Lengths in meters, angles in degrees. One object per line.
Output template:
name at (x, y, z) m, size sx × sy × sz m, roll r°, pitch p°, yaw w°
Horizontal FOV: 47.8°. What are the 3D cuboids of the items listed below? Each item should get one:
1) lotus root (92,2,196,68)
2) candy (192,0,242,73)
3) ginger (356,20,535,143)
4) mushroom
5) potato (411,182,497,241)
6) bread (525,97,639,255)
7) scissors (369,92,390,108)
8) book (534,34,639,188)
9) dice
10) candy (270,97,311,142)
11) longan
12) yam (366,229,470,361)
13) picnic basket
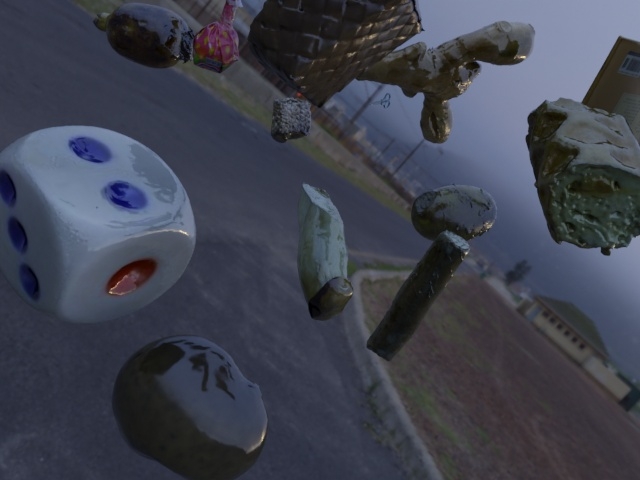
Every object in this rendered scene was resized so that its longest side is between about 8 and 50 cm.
lotus root at (-0.487, -0.574, 2.016) m, size 0.314 × 0.169 × 0.141 m, roll 13°, pitch -6°, yaw -1°
candy at (-0.224, -0.591, 1.787) m, size 0.124 × 0.365 × 0.124 m, roll 17°, pitch 29°, yaw -10°
ginger at (0.292, -0.402, 1.663) m, size 0.348 × 0.363 × 0.122 m, roll 18°, pitch 45°, yaw -42°
mushroom at (0.002, -0.002, 1.283) m, size 0.087 × 0.107 × 0.333 m, roll 16°, pitch 41°, yaw -19°
potato at (0.335, -0.066, 1.802) m, size 0.251 × 0.149 × 0.113 m, roll -3°, pitch 20°, yaw -31°
bread at (0.489, -0.120, 1.329) m, size 0.239 × 0.196 × 0.252 m, roll 20°, pitch 36°, yaw -1°
scissors at (0.136, -0.314, 1.636) m, size 0.006 × 0.036 × 0.083 m, roll 21°, pitch 26°, yaw 32°
book at (0.681, -0.260, 1.633) m, size 0.269 × 0.388 × 0.032 m, roll 7°, pitch 37°, yaw -22°
dice at (-0.448, -0.032, 1.408) m, size 0.304 × 0.277 × 0.304 m, roll -17°, pitch 57°, yaw -47°
candy at (-0.070, -0.290, 1.735) m, size 0.095 × 0.110 × 0.085 m, roll -2°, pitch -1°, yaw -32°
longan at (-0.272, 0.359, 1.524) m, size 0.350 × 0.288 × 0.288 m, roll 46°, pitch 6°, yaw -12°
yam at (0.178, 0.110, 1.348) m, size 0.071 × 0.317 × 0.067 m, roll 37°, pitch 34°, yaw 12°
picnic basket at (-0.006, -0.466, 1.342) m, size 0.337 × 0.337 × 0.293 m, roll 43°, pitch 6°, yaw 13°
